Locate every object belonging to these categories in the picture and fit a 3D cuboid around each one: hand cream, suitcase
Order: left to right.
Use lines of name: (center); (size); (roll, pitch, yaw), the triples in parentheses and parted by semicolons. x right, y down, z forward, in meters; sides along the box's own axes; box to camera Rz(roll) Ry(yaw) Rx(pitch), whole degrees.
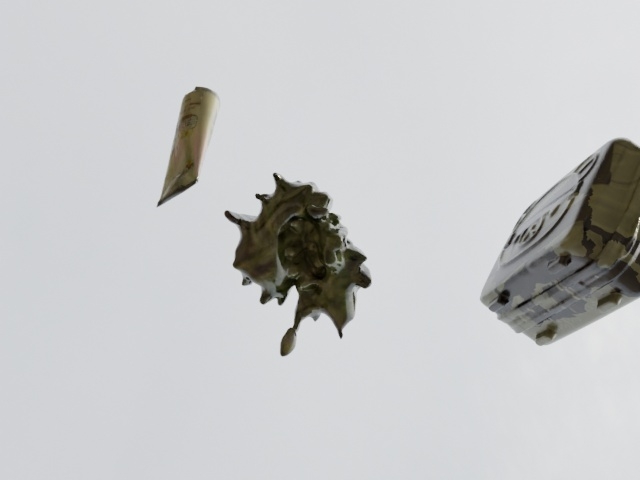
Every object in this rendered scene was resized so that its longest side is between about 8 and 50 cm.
hand cream: (-0.133, -0.098, 0.796); (0.061, 0.039, 0.143); (-25, -139, 32)
suitcase: (0.455, -0.009, 1.333); (0.194, 0.351, 0.339); (35, -119, -1)

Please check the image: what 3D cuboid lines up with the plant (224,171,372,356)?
plant: (-0.032, 0.010, 1.214); (0.180, 0.333, 0.251); (-19, -81, 2)
